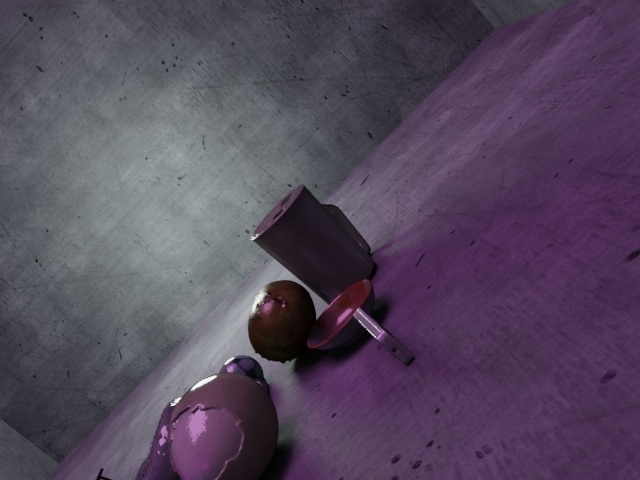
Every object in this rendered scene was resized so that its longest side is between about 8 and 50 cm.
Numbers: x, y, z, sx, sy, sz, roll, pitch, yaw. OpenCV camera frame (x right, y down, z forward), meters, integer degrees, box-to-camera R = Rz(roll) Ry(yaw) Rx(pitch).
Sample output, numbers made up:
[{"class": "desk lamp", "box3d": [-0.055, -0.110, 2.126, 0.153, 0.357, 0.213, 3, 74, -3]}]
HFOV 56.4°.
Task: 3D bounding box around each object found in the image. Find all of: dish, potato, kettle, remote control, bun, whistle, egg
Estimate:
[{"class": "dish", "box3d": [0.080, 0.233, 1.719, 0.260, 0.085, 0.260, -44, 10, 10]}, {"class": "potato", "box3d": [-0.125, 0.259, 1.882, 0.359, 0.219, 0.270, 65, -146, -86]}, {"class": "kettle", "box3d": [0.000, 0.000, 2.054, 0.250, 0.376, 0.361, -38, 14, 34]}, {"class": "remote control", "box3d": [0.147, 0.228, 1.454, 0.034, 0.103, 0.250, -49, 11, -1]}, {"class": "bun", "box3d": [-0.398, 0.631, 1.712, 0.354, 0.194, 0.355, -166, 90, -82]}, {"class": "whistle", "box3d": [-0.255, 0.461, 1.941, 0.163, 0.163, 0.289, -46, 11, -1]}, {"class": "egg", "box3d": [-0.245, 0.489, 1.492, 0.278, 0.278, 0.336, -44, 6, 8]}]

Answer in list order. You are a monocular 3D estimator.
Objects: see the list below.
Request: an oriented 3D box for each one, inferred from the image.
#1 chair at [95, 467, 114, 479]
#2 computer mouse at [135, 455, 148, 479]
[{"class": "chair", "box3d": [-0.724, 0.919, 1.977, 0.141, 0.154, 0.260, 122, 168, -48]}, {"class": "computer mouse", "box3d": [-0.499, 0.730, 1.992, 0.371, 0.122, 0.188, -43, 12, -3]}]
